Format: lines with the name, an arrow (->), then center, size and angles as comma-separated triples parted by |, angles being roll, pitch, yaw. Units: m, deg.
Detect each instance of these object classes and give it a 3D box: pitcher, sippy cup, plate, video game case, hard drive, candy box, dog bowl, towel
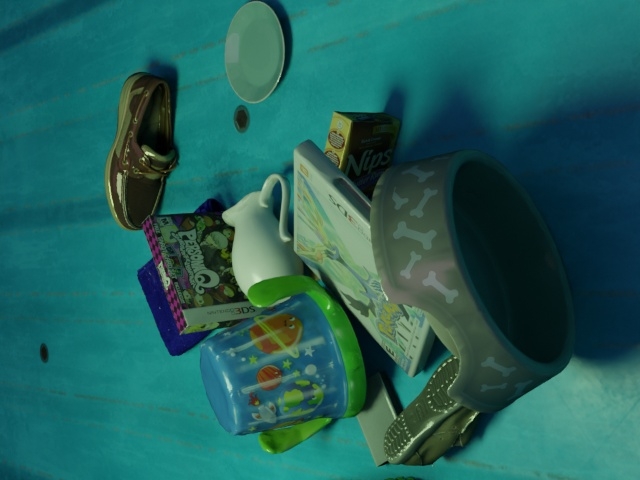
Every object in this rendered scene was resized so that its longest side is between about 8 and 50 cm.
pitcher -> -0.091, -0.002, 1.814 | 0.178, 0.125, 0.207 | -50, 45, 38
sippy cup -> -0.074, 0.214, 1.679 | 0.240, 0.224, 0.305 | -12, 95, 69
plate -> -0.117, -0.351, 1.879 | 0.188, 0.024, 0.188 | 9, 101, 50
video game case -> 0.064, 0.038, 1.512 | 0.300, 0.036, 0.329 | 47, 162, 19
hard drive -> 0.101, 0.298, 1.683 | 0.094, 0.022, 0.135 | -43, 61, 43
candy box -> 0.055, -0.113, 1.629 | 0.053, 0.109, 0.186 | 33, 119, 44
dog bowl -> 0.209, 0.040, 1.294 | 0.102, 0.349, 0.348 | -25, 74, 33
towel -> -0.269, 0.083, 2.067 | 0.308, 0.076, 0.227 | -42, 62, 44
video game case -> -0.203, 0.054, 1.880 | 0.042, 0.210, 0.232 | -43, 61, 43

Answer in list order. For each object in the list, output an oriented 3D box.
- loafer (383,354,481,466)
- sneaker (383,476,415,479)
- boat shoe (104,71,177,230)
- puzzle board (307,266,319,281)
loafer -> 0.198, 0.256, 1.527 | 0.251, 0.087, 0.094 | -48, 32, 29
sneaker -> 0.151, 0.466, 1.543 | 0.343, 0.146, 0.134 | 15, 105, 51
boat shoe -> -0.368, -0.180, 2.130 | 0.123, 0.123, 0.342 | 19, 102, 49
puzzle board -> 0.000, 0.000, 1.784 | 0.096, 0.011, 0.128 | -29, 72, 47
